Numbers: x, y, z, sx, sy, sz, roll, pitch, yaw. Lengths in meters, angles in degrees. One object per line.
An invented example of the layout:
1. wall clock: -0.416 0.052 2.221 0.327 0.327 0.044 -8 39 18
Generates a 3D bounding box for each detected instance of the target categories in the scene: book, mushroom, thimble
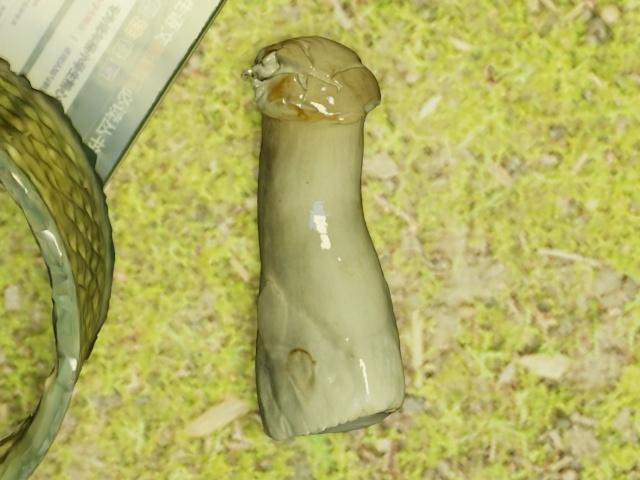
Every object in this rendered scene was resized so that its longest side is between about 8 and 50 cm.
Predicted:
1. book: -0.180 -0.175 1.078 0.264 0.027 0.202 33 96 -9
2. mushroom: -0.001 -0.001 1.094 0.081 0.092 0.223 -3 92 -6
3. thimble: -0.245 0.026 1.032 0.271 0.150 0.270 0 105 -1
